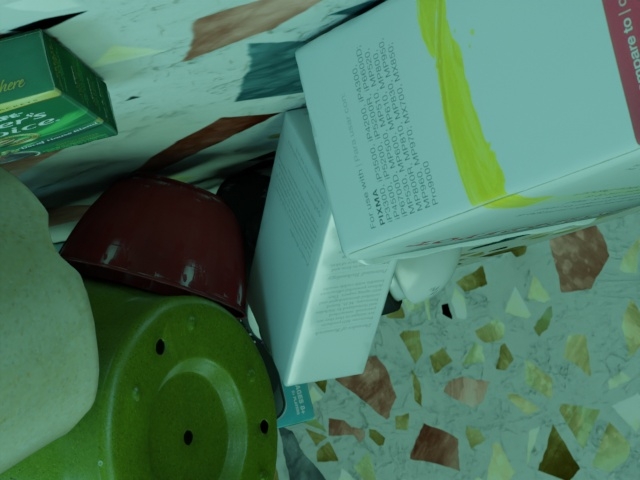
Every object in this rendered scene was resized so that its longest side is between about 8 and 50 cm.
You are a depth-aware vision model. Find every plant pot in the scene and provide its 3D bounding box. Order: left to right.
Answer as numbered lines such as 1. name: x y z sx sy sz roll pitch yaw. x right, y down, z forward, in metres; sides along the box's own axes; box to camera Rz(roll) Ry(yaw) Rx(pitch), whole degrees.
1. plant pot: -0.341 0.086 1.223 0.305 0.334 0.334 -24 -179 -35
2. plant pot: -0.241 0.173 1.528 0.353 0.366 0.366 -5 180 34

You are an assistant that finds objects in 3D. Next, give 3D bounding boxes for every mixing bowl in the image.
1. mixing bowl: -0.140 -0.001 1.553 0.181 0.098 0.181 16 172 2

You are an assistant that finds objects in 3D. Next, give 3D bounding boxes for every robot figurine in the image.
1. robot figurine: 0.000 -0.002 1.688 0.278 0.173 0.209 -15 -151 11

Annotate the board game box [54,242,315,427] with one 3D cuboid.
1. board game box: -0.197 0.116 1.923 0.336 0.253 0.079 -12 173 -23

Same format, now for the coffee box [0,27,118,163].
1. coffee box: -0.199 -0.082 1.066 0.113 0.040 0.184 -14 174 2

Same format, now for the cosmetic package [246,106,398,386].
1. cosmetic package: 0.005 0.006 1.481 0.085 0.117 0.231 -8 139 -21

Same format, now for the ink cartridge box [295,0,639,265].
1. ink cartridge box: 0.207 -0.115 1.108 0.279 0.160 0.385 -9 172 -37
